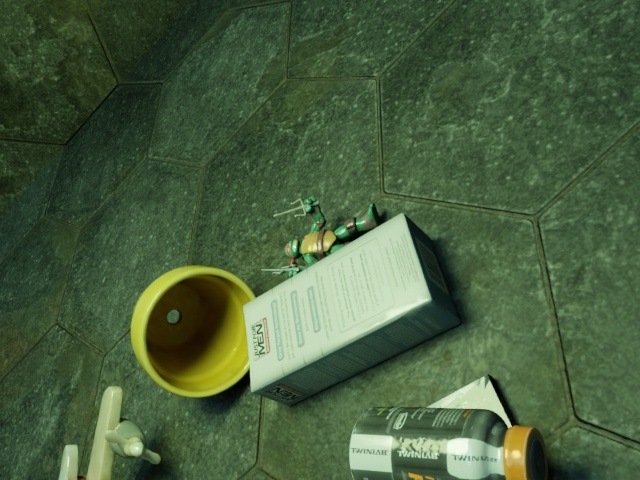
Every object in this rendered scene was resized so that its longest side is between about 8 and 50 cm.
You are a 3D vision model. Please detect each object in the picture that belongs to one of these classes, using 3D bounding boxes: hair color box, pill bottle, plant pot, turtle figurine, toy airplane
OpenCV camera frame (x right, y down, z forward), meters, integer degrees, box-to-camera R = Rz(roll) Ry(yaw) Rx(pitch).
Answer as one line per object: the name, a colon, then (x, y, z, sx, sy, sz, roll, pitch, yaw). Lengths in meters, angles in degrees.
hair color box: (0.040, 0.132, 1.078, 0.374, 0.113, 0.185, -31, 48, 22)
pill bottle: (0.172, 0.292, 0.809, 0.245, 0.130, 0.131, -11, 58, 36)
plant pot: (-0.280, 0.173, 1.254, 0.239, 0.254, 0.254, 6, 68, 60)
turtle figurine: (0.000, 0.000, 1.192, 0.234, 0.118, 0.175, -10, 67, 21)
toy airplane: (-0.429, 0.541, 1.164, 0.384, 0.272, 0.386, -98, 21, -48)

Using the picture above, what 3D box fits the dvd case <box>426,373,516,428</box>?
dvd case: (0.186, 0.332, 0.889, 0.238, 0.029, 0.179, -36, 47, 20)
